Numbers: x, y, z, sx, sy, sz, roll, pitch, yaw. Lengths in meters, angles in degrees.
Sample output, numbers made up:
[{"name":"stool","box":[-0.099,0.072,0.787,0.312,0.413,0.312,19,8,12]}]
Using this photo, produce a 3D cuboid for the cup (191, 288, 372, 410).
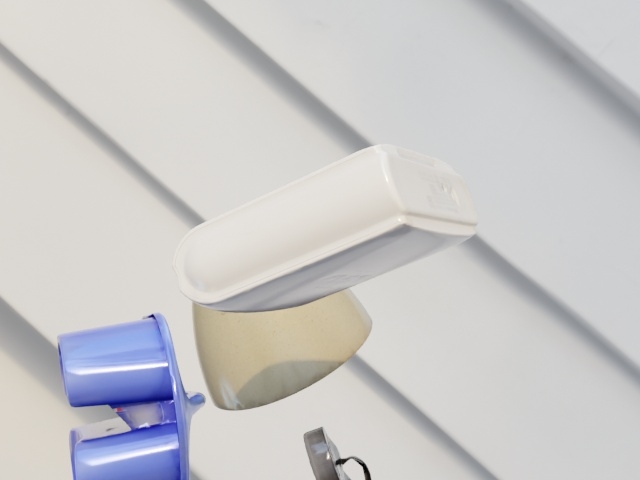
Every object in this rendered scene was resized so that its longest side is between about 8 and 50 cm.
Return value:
[{"name":"cup","box":[-0.105,0.119,1.744,0.331,0.237,0.331,-25,15,7]}]

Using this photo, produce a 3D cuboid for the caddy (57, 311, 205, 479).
[{"name":"caddy","box":[-0.240,0.220,1.246,0.179,0.241,0.341,-7,-3,-17]}]

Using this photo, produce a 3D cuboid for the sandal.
[{"name":"sandal","box":[0.036,0.298,1.160,0.054,0.097,0.254,-20,-30,0]}]

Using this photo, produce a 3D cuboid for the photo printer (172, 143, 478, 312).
[{"name":"photo printer","box":[0.000,0.000,1.108,0.307,0.107,0.256,-23,-13,24]}]
